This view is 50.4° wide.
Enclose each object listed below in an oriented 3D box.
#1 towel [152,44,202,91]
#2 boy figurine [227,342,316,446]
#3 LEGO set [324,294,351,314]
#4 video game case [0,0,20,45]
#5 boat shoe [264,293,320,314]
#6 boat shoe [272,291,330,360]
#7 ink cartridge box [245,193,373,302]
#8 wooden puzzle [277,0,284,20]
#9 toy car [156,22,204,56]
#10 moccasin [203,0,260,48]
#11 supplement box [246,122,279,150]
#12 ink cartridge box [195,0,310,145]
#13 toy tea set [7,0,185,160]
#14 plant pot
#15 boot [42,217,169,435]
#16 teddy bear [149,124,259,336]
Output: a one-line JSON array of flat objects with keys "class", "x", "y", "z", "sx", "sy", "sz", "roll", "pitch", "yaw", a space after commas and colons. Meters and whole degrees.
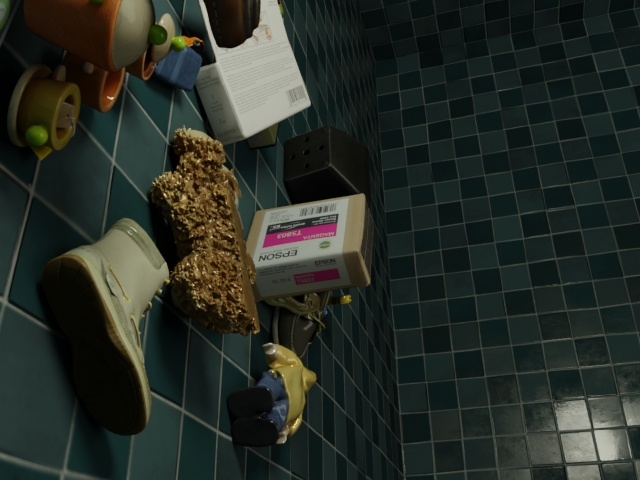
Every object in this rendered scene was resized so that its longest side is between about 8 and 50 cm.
[{"class": "towel", "x": -0.223, "y": -0.269, "z": 1.028, "sx": 0.067, "sy": 0.029, "sz": 0.119, "roll": -67, "pitch": 164, "yaw": 4}, {"class": "boy figurine", "x": -0.077, "y": 0.267, "z": 1.231, "sx": 0.285, "sy": 0.092, "sz": 0.177, "roll": -25, "pitch": 106, "yaw": -77}, {"class": "LEGO set", "x": 0.023, "y": 0.135, "z": 1.727, "sx": 0.227, "sy": 0.093, "sz": 0.087, "roll": -28, "pitch": 109, "yaw": -76}, {"class": "video game case", "x": -0.292, "y": -0.237, "z": 0.541, "sx": 0.190, "sy": 0.022, "sz": 0.173, "roll": -62, "pitch": 170, "yaw": 8}, {"class": "boat shoe", "x": -0.052, "y": 0.110, "z": 1.377, "sx": 0.153, "sy": 0.048, "sz": 0.056, "roll": 21, "pitch": 44, "yaw": -38}, {"class": "boat shoe", "x": -0.035, "y": 0.156, "z": 1.470, "sx": 0.305, "sy": 0.091, "sz": 0.109, "roll": -76, "pitch": 154, "yaw": -59}, {"class": "ink cartridge box", "x": -0.023, "y": 0.011, "z": 1.303, "sx": 0.193, "sy": 0.234, "sz": 0.088, "roll": -81, "pitch": 158, "yaw": -54}, {"class": "wooden puzzle", "x": -0.111, "y": -0.606, "z": 1.793, "sx": 0.079, "sy": 0.014, "sz": 0.116, "roll": 68, "pitch": 19, "yaw": -45}, {"class": "toy car", "x": -0.224, "y": -0.318, "z": 1.053, "sx": 0.040, "sy": 0.060, "sz": 0.122, "roll": 52, "pitch": -3, "yaw": 18}, {"class": "moccasin", "x": -0.169, "y": -0.358, "z": 0.656, "sx": 0.380, "sy": 0.147, "sz": 0.139, "roll": 65, "pitch": -7, "yaw": -4}, {"class": "supplement box", "x": -0.126, "y": -0.248, "z": 1.411, "sx": 0.083, "sy": 0.056, "sz": 0.083, "roll": 68, "pitch": 19, "yaw": -45}, {"class": "ink cartridge box", "x": -0.138, "y": -0.339, "z": 1.265, "sx": 0.296, "sy": 0.066, "sz": 0.261, "roll": -44, "pitch": 119, "yaw": -59}, {"class": "toy tea set", "x": -0.211, "y": -0.217, "z": 0.749, "sx": 0.336, "sy": 0.124, "sz": 0.200, "roll": -78, "pitch": -173, "yaw": -59}, {"class": "plant pot", "x": 0.006, "y": -0.174, "z": 1.689, "sx": 0.167, "sy": 0.188, "sz": 0.188, "roll": 44, "pitch": 38, "yaw": -51}, {"class": "boot", "x": -0.219, "y": 0.092, "z": 0.770, "sx": 0.165, "sy": 0.077, "sz": 0.213, "roll": -65, "pitch": 142, "yaw": -70}, {"class": "teddy bear", "x": -0.173, "y": -0.012, "z": 1.014, "sx": 0.245, "sy": 0.113, "sz": 0.338, "roll": 62, "pitch": 15, "yaw": -73}]
